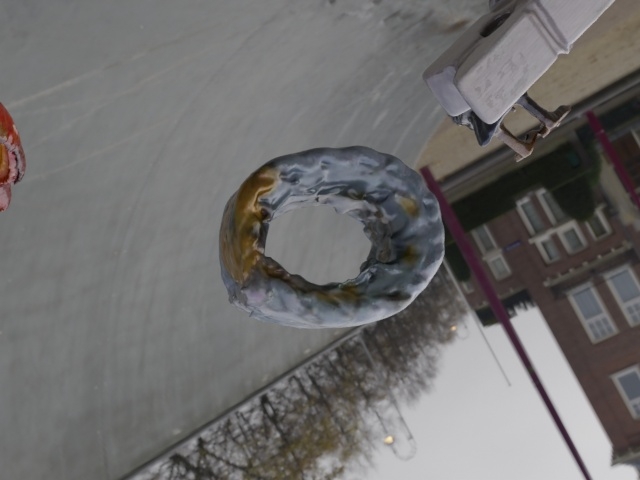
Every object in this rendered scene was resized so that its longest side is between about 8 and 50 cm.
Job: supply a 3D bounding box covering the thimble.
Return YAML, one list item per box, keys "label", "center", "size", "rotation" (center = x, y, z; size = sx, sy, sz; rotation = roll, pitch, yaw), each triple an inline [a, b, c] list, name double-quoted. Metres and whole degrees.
- label: "thimble"
  center: [0.002, 0.002, 0.535]
  size: [0.151, 0.127, 0.118]
  rotation: [3, 171, -14]

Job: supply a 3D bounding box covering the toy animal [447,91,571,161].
- label: "toy animal"
  center: [0.248, -0.202, 1.038]
  size: [0.122, 0.185, 0.298]
  rotation: [-49, 171, 25]

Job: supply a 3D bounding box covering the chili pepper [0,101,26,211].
- label: "chili pepper"
  center: [-0.167, -0.038, 0.357]
  size: [0.045, 0.027, 0.178]
  rotation: [-3, 168, -18]

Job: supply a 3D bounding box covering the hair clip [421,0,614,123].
- label: "hair clip"
  center: [0.248, -0.259, 0.745]
  size: [0.331, 0.085, 0.101]
  rotation: [-43, -153, -4]
